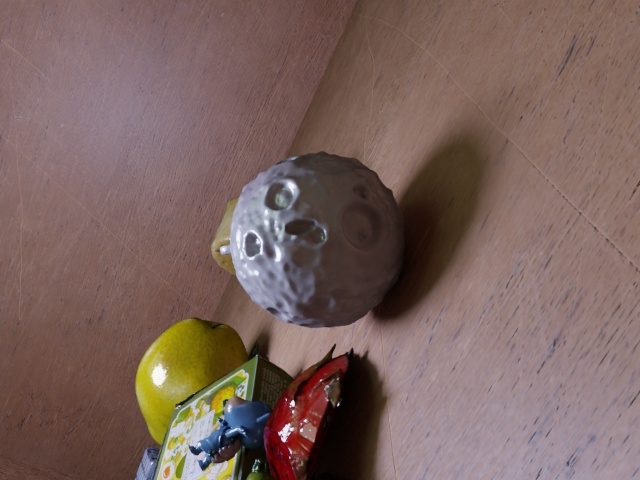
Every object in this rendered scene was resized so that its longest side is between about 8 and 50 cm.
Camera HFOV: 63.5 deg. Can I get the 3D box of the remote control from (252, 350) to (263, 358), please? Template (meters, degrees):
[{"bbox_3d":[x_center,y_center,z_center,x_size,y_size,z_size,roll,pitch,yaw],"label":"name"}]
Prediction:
[{"bbox_3d":[-0.205,0.400,1.682,0.162,0.029,0.061,161,132,-76],"label":"remote control"}]

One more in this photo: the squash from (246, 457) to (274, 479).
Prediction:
[{"bbox_3d":[-0.108,0.539,0.949,0.069,0.069,0.258,139,128,-59],"label":"squash"}]

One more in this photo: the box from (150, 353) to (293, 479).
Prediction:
[{"bbox_3d":[-0.249,0.535,1.234,0.373,0.138,0.420,-35,31,28],"label":"box"}]

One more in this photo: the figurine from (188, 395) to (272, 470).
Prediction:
[{"bbox_3d":[-0.188,0.385,1.074,0.144,0.178,0.114,43,155,42],"label":"figurine"}]

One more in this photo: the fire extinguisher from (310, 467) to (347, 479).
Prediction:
[{"bbox_3d":[-0.040,0.482,0.864,0.231,0.099,0.071,-61,-2,17],"label":"fire extinguisher"}]

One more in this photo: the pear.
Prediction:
[{"bbox_3d":[-0.401,0.455,1.647,0.362,0.362,0.418,-160,82,-75],"label":"pear"}]

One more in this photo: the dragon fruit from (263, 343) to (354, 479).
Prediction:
[{"bbox_3d":[-0.035,0.325,0.989,0.282,0.100,0.343,-58,-4,-29],"label":"dragon fruit"}]

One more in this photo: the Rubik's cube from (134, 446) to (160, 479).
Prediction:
[{"bbox_3d":[-0.459,0.796,1.592,0.238,0.237,0.237,-27,41,67],"label":"Rubik's cube"}]

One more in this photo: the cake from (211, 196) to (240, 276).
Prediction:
[{"bbox_3d":[-0.121,-0.054,1.494,0.332,0.332,0.321,-42,28,58],"label":"cake"}]

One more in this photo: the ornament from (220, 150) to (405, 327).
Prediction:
[{"bbox_3d":[0.000,0.000,0.973,0.337,0.337,0.337,-58,17,31],"label":"ornament"}]

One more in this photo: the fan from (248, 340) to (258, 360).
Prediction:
[{"bbox_3d":[-0.268,0.465,1.841,0.220,0.009,0.132,-64,13,9],"label":"fan"}]
